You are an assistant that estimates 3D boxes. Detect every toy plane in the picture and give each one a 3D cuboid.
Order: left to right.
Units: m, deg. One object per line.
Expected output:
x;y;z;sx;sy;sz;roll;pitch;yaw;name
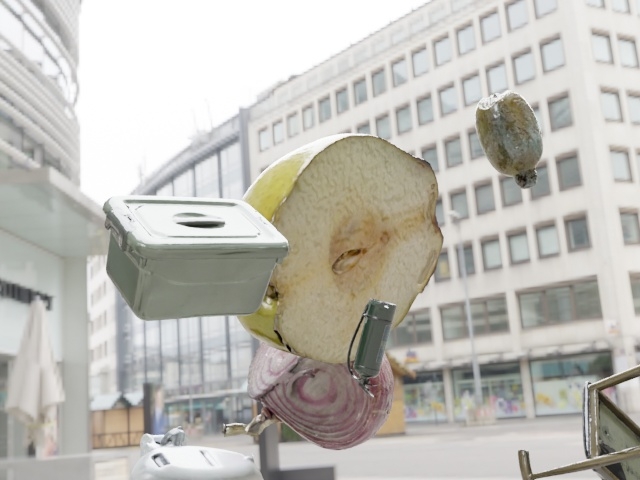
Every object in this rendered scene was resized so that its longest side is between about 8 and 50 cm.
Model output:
-0.186;0.381;1.255;0.252;0.118;0.252;26;7;-3;toy plane

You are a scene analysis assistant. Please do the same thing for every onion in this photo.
0.015;0.247;1.446;0.230;0.256;0.272;35;-51;-16;onion

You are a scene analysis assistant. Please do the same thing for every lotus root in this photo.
0.360;-0.187;1.513;0.113;0.192;0.088;-20;-10;15;lotus root

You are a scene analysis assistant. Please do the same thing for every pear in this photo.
0.000;0.000;1.238;0.191;0.341;0.386;12;25;43;pear

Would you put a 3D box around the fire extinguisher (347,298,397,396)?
0.043;0.094;0.715;0.038;0.083;0.025;12;-2;37;fire extinguisher

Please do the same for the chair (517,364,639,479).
0.441;0.308;1.163;0.188;0.166;0.272;42;-50;-17;chair

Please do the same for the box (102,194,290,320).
-0.131;0.019;0.811;0.172;0.093;0.124;1;26;-34;box
